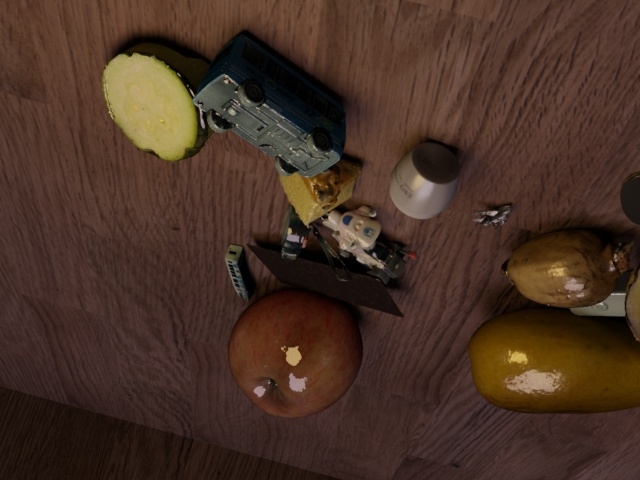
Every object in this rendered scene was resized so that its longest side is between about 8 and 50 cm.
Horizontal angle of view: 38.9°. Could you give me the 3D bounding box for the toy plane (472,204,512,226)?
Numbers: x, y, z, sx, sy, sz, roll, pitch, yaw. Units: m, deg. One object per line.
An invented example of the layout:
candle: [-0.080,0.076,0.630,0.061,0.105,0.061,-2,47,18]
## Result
toy plane: [0.325,-0.045,1.685,0.078,0.031,0.083,16,157,-33]

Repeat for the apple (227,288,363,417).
apple: [-0.067,0.280,2.186,0.344,0.270,0.345,13,151,7]

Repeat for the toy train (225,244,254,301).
toy train: [-0.188,0.081,2.133,0.047,0.043,0.208,11,150,12]

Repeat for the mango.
mango: [0.536,0.255,1.910,0.444,0.221,0.301,-2,156,9]

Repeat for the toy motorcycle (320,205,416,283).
toy motorcycle: [0.093,0.006,1.826,0.221,0.102,0.150,41,163,-32]

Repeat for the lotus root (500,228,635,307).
lotus root: [0.456,0.059,1.691,0.256,0.140,0.154,-10,136,47]

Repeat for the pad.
pad: [0.012,0.089,2.001,0.330,0.004,0.220,15,160,25]

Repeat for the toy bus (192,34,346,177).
toy bus: [-0.074,-0.215,1.481,0.246,0.134,0.113,32,145,-24]

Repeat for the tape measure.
tape measure: [0.002,-0.003,1.828,0.179,0.104,0.107,25,146,2]

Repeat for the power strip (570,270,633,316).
power strip: [0.651,0.104,1.751,0.385,0.062,0.091,-2,143,27]

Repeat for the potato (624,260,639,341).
potato: [0.620,0.116,1.652,0.202,0.182,0.117,54,174,-2]

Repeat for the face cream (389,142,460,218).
face cream: [0.181,-0.103,1.568,0.117,0.117,0.104,19,143,-6]

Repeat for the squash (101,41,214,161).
squash: [-0.263,-0.256,1.563,0.220,0.133,0.220,20,141,17]

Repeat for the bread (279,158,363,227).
bread: [-0.009,-0.120,1.688,0.152,0.127,0.147,48,155,12]

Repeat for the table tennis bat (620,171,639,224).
table tennis bat: [0.598,-0.043,1.567,0.138,0.022,0.246,-1,145,27]
